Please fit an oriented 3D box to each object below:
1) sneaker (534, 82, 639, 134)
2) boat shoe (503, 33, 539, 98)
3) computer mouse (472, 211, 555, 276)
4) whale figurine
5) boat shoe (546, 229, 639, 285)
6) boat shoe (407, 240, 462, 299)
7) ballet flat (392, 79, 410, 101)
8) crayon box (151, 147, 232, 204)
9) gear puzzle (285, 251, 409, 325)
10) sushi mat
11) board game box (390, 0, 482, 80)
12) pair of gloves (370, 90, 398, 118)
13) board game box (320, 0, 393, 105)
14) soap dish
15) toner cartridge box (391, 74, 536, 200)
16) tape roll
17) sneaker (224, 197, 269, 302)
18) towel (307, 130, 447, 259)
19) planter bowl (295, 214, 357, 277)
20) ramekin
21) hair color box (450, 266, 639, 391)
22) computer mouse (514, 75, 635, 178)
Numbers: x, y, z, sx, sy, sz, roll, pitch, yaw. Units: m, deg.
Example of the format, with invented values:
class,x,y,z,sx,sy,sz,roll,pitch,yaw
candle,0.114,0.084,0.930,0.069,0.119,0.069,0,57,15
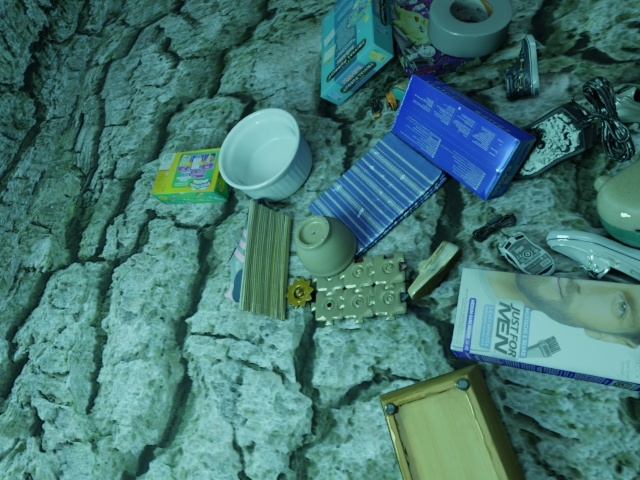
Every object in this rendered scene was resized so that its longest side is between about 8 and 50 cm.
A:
class,x,y,z,sx,sy,sz,roll,pitch,yaw
sneaker,0.645,-0.298,1.007,0.292,0.118,0.110,-5,68,26
boat shoe,0.522,-0.459,1.166,0.083,0.065,0.183,-4,67,23
computer mouse,0.445,0.020,1.007,0.106,0.042,0.193,-34,52,3
whale figurine,0.683,-0.093,0.906,0.216,0.141,0.272,9,48,43
boat shoe,0.576,0.042,0.907,0.226,0.083,0.075,19,76,30
boat shoe,0.264,0.069,1.063,0.170,0.063,0.059,-44,54,-9
ballet flat,0.296,-0.406,1.253,0.067,0.073,0.206,-44,59,-11
crayon box,-0.427,-0.215,1.507,0.279,0.081,0.165,1,69,26
gear puzzle,0.061,0.135,1.142,0.339,0.044,0.175,-10,63,24
sushi mat,-0.145,0.052,1.215,0.019,0.152,0.316,-22,57,44
board game box,0.314,-0.624,1.321,0.208,0.056,0.346,-13,61,-3
pair of gloves,0.191,-0.407,1.337,0.083,0.010,0.074,-20,62,20
board game box,0.104,-0.630,1.370,0.254,0.079,0.335,-29,53,49
soap dish,0.254,0.416,0.876,0.229,0.118,0.290,-23,61,15
toner cartridge box,0.339,-0.267,1.112,0.348,0.075,0.165,49,138,33
tape roll,0.411,-0.608,1.231,0.219,0.072,0.219,-3,62,5
sneaker,-0.216,0.025,1.281,0.131,0.112,0.318,-10,62,22
towel,0.147,-0.135,1.220,0.336,0.040,0.243,-43,56,3
planter bowl,0.000,0.000,1.149,0.162,0.109,0.162,-14,56,21
ramekin,-0.159,-0.252,1.362,0.277,0.135,0.277,-10,64,22
hair color box,0.453,0.170,0.897,0.339,0.110,0.185,5,69,26
computer mouse,0.541,-0.227,1.009,0.272,0.072,0.188,-22,93,47
